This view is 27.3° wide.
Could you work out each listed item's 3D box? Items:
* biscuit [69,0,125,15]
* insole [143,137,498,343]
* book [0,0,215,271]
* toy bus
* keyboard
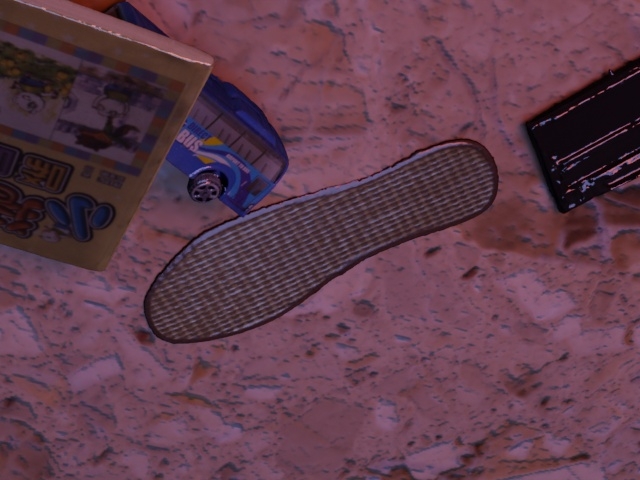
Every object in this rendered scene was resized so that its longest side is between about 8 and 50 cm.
[{"bbox_3d":[-0.203,-0.156,0.697,0.299,0.045,0.154,-12,123,-9],"label":"biscuit"},{"bbox_3d":[0.000,0.000,0.864,0.253,0.005,0.086,-25,123,0],"label":"insole"},{"bbox_3d":[-0.167,-0.062,0.711,0.168,0.013,0.192,18,138,-16],"label":"book"},{"bbox_3d":[-0.079,-0.072,0.757,0.061,0.051,0.153,-37,136,16],"label":"toy bus"},{"bbox_3d":[0.257,-0.105,0.865,0.250,0.017,0.087,-27,123,2],"label":"keyboard"}]
